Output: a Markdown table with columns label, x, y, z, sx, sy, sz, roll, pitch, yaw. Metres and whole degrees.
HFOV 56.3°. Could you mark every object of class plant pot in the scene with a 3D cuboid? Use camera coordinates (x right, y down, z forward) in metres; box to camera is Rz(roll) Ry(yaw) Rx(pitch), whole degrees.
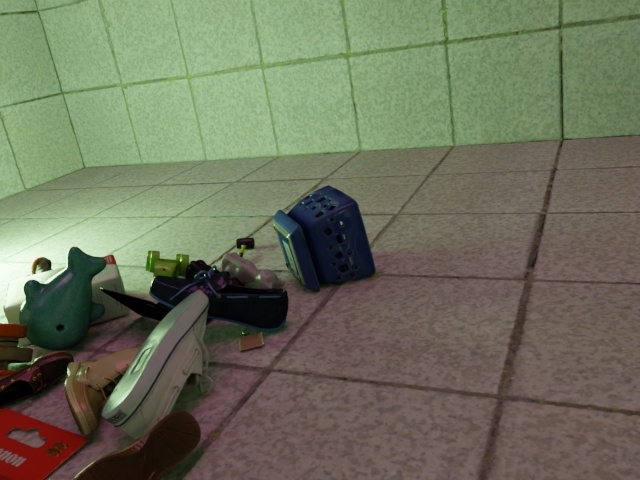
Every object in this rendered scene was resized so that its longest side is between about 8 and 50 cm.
| label | x | y | z | sx | sy | sz | roll | pitch | yaw |
| --- | --- | --- | --- | --- | --- | --- | --- | --- | --- |
| plant pot | 0.000 | 0.000 | 1.720 | 0.212 | 0.236 | 0.236 | -23 | 23 | -14 |

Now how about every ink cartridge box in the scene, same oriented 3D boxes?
| label | x | y | z | sx | sy | sz | roll | pitch | yaw |
| --- | --- | --- | --- | --- | --- | --- | --- | --- | --- |
| ink cartridge box | -0.678 | 0.420 | 1.087 | 0.308 | 0.091 | 0.385 | 4 | 25 | 32 |
| ink cartridge box | -0.728 | 0.164 | 1.732 | 0.306 | 0.131 | 0.226 | -18 | 22 | -17 |

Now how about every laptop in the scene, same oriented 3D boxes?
| label | x | y | z | sx | sy | sz | roll | pitch | yaw |
| --- | --- | --- | --- | --- | --- | --- | --- | --- | --- |
| laptop | -0.405 | 0.150 | 1.617 | 0.234 | 0.137 | 0.264 | 8 | 27 | 38 |

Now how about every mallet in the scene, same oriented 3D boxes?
| label | x | y | z | sx | sy | sz | roll | pitch | yaw |
| --- | --- | --- | --- | --- | --- | --- | --- | --- | --- |
| mallet | -0.254 | 0.041 | 1.997 | 0.062 | 0.039 | 0.190 | -7 | 25 | -1 |

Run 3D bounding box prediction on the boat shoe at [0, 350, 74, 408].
| label | x | y | z | sx | sy | sz | roll | pitch | yaw |
| --- | --- | --- | --- | --- | --- | --- | --- | --- | --- |
| boat shoe | -0.663 | 0.325 | 1.366 | 0.206 | 0.073 | 0.073 | -28 | 25 | -24 |

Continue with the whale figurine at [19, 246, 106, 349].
| label | x | y | z | sx | sy | sz | roll | pitch | yaw |
| --- | --- | --- | --- | --- | --- | --- | --- | --- | --- |
| whale figurine | -0.656 | 0.157 | 1.546 | 0.216 | 0.272 | 0.141 | 31 | 0 | -32 |

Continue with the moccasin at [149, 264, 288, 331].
| label | x | y | z | sx | sy | sz | roll | pitch | yaw |
| --- | --- | --- | --- | --- | --- | --- | --- | --- | --- |
| moccasin | -0.245 | 0.125 | 1.485 | 0.341 | 0.117 | 0.138 | 13 | 15 | -9 |

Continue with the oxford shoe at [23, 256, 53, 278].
| label | x | y | z | sx | sy | sz | roll | pitch | yaw |
| --- | --- | --- | --- | --- | --- | --- | --- | --- | --- |
| oxford shoe | -0.920 | 0.132 | 1.993 | 0.098 | 0.097 | 0.271 | 6 | 21 | -15 |

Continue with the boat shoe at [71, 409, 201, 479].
| label | x | y | z | sx | sy | sz | roll | pitch | yaw |
| --- | --- | --- | --- | --- | --- | --- | --- | --- | --- |
| boat shoe | -0.324 | 0.397 | 1.006 | 0.285 | 0.105 | 0.089 | -26 | -12 | -49 |

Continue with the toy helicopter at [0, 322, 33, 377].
| label | x | y | z | sx | sy | sz | roll | pitch | yaw |
| --- | --- | --- | --- | --- | --- | --- | --- | --- | --- |
| toy helicopter | -0.889 | 0.273 | 1.442 | 0.354 | 0.140 | 0.235 | 6 | -13 | -24 |

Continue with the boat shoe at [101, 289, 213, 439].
| label | x | y | z | sx | sy | sz | roll | pitch | yaw |
| --- | --- | --- | --- | --- | --- | --- | --- | --- | --- |
| boat shoe | -0.296 | 0.268 | 1.259 | 0.135 | 0.156 | 0.367 | -30 | 22 | 29 |

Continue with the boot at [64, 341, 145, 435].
| label | x | y | z | sx | sy | sz | roll | pitch | yaw |
| --- | --- | --- | --- | --- | --- | --- | --- | --- | --- |
| boot | -0.432 | 0.304 | 1.285 | 0.203 | 0.095 | 0.262 | -15 | 15 | -18 |

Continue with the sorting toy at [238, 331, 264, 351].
| label | x | y | z | sx | sy | sz | roll | pitch | yaw |
| --- | --- | --- | --- | --- | --- | --- | --- | --- | --- |
| sorting toy | -0.169 | 0.240 | 1.449 | 0.062 | 0.012 | 0.083 | -17 | 24 | -6 |

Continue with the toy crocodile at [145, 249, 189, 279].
| label | x | y | z | sx | sy | sz | roll | pitch | yaw |
| --- | --- | --- | --- | --- | --- | --- | --- | --- | --- |
| toy crocodile | -0.471 | 0.088 | 1.821 | 0.115 | 0.105 | 0.340 | 8 | -3 | -19 |

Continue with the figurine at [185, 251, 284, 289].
| label | x | y | z | sx | sy | sz | roll | pitch | yaw |
| --- | --- | --- | --- | --- | --- | --- | --- | --- | --- |
| figurine | -0.236 | 0.112 | 1.701 | 0.209 | 0.093 | 0.214 | 18 | 20 | 37 |
